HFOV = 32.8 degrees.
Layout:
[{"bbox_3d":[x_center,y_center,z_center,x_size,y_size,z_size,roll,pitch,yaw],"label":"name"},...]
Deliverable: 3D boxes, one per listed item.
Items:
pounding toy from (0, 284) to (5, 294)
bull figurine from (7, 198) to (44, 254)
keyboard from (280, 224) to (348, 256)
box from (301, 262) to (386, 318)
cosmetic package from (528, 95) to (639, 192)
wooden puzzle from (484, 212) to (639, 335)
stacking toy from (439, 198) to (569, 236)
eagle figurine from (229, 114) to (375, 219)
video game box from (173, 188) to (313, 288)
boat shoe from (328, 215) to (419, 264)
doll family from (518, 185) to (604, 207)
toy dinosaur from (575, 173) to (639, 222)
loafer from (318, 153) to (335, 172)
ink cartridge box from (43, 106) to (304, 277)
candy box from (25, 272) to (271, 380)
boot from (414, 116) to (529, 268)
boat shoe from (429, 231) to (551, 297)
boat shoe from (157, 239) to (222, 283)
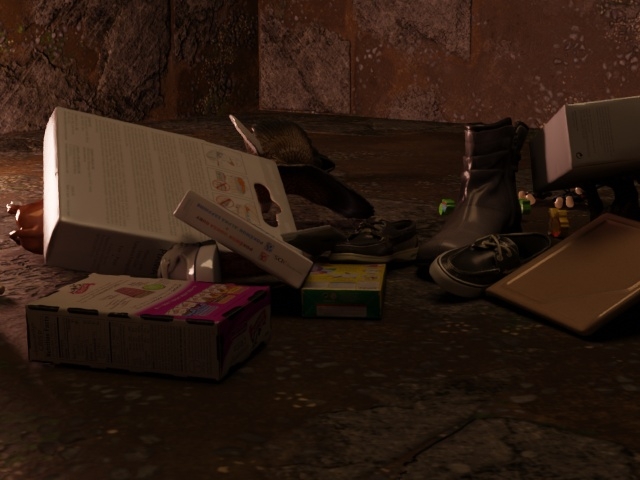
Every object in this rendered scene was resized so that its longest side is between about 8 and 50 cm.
[{"bbox_3d":[-0.485,0.012,1.429,0.155,0.154,0.269,-10,16,-39],"label":"pounding toy"},{"bbox_3d":[-0.360,-0.031,1.781,0.310,0.101,0.188,-2,5,-30],"label":"bull figurine"},{"bbox_3d":[0.000,0.000,1.620,0.072,0.014,0.256,-16,-8,8],"label":"keyboard"},{"bbox_3d":[0.035,0.062,1.463,0.105,0.043,0.179,1,13,6],"label":"box"},{"bbox_3d":[0.477,-0.146,1.616,0.284,0.097,0.377,-5,-3,3],"label":"cosmetic package"},{"bbox_3d":[0.362,0.045,1.415,0.221,0.044,0.239,-30,19,-18],"label":"wooden puzzle"},{"bbox_3d":[0.325,-0.041,1.964,0.167,0.052,0.221,-1,10,-14],"label":"stacking toy"},{"bbox_3d":[-0.069,-0.120,2.011,0.298,0.226,0.225,-11,-5,-26],"label":"eagle figurine"},{"bbox_3d":[-0.102,-0.003,1.474,0.187,0.048,0.205,33,-1,-4],"label":"video game box"},{"bbox_3d":[0.081,0.000,1.639,0.080,0.073,0.223,1,2,33],"label":"boat shoe"},{"bbox_3d":[0.504,-0.106,2.228,0.193,0.076,0.111,13,12,30],"label":"doll family"},{"bbox_3d":[0.470,-0.017,1.647,0.121,0.160,0.313,-8,-4,33],"label":"toy dinosaur"},{"bbox_3d":[-0.068,-0.178,2.551,0.223,0.076,0.078,-3,4,-34],"label":"loafer"},{"bbox_3d":[-0.234,-0.055,1.699,0.385,0.091,0.308,13,34,-23],"label":"ink cartridge box"},{"bbox_3d":[-0.191,0.094,1.233,0.233,0.071,0.159,4,13,17],"label":"candy box"},{"bbox_3d":[0.236,-0.077,1.693,0.118,0.222,0.338,6,13,22],"label":"boot"},{"bbox_3d":[0.240,0.022,1.520,0.219,0.070,0.078,-10,51,-43],"label":"boat shoe"},{"bbox_3d":[-0.174,0.049,1.445,0.084,0.095,0.258,-5,2,-6],"label":"boat shoe"}]
